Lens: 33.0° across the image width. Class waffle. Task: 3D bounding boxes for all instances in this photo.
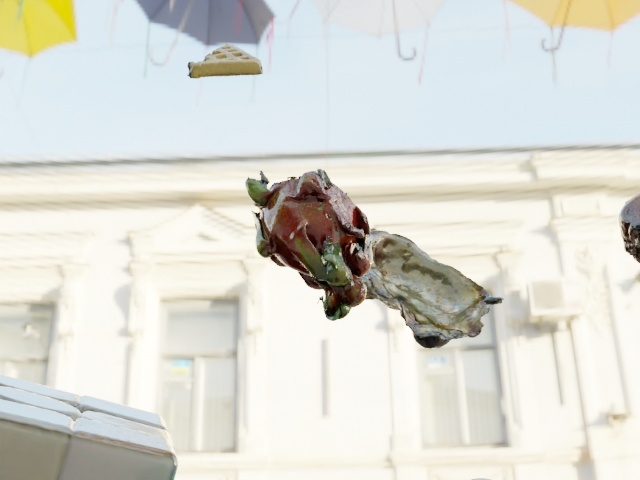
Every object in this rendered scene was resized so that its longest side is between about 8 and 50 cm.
[{"bbox_3d":[-0.139,-0.232,1.382,0.097,0.153,0.023,-5,-69,-19],"label":"waffle"}]

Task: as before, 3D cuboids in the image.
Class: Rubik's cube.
[{"bbox_3d":[-0.371,0.337,1.200,0.347,0.346,0.344,17,-4,-11],"label":"Rubik's cube"}]

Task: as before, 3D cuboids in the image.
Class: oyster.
[{"bbox_3d":[0.127,0.077,1.843,0.221,0.361,0.096,-4,-60,-49],"label":"oyster"}]

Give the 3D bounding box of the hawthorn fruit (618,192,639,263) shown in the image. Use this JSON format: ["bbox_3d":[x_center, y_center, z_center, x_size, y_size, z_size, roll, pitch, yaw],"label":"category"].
[{"bbox_3d":[0.287,-0.012,0.895,0.077,0.077,0.077,-1,-30,0],"label":"hawthorn fruit"}]

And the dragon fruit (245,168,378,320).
[{"bbox_3d":[0.000,0.000,1.200,0.142,0.175,0.138,-12,-35,-15],"label":"dragon fruit"}]

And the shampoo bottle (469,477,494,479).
[{"bbox_3d":[0.178,0.375,1.267,0.074,0.074,0.192,6,-71,-13],"label":"shampoo bottle"}]
